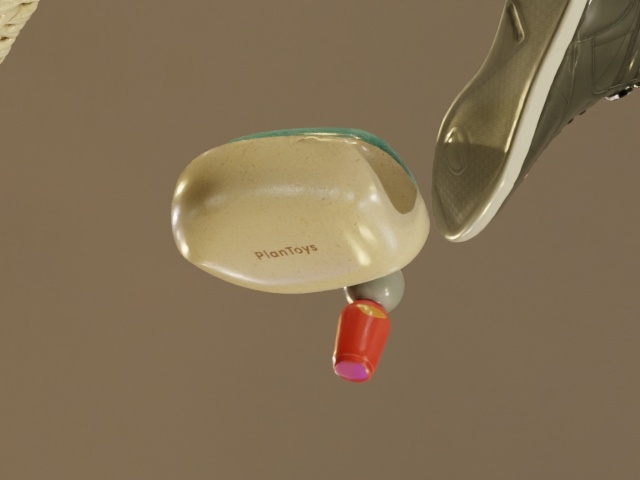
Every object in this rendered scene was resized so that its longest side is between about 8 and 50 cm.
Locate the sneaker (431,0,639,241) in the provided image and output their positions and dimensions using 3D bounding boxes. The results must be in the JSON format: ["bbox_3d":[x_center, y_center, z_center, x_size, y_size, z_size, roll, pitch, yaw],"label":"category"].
[{"bbox_3d":[0.201,-0.115,1.060,0.104,0.147,0.295,58,-42,42],"label":"sneaker"}]

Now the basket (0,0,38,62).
[{"bbox_3d":[-0.403,-0.238,0.903,0.331,0.328,0.266,51,-46,0],"label":"basket"}]

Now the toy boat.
[{"bbox_3d":[0.000,0.000,1.275,0.268,0.318,0.148,-4,-132,26],"label":"toy boat"}]
